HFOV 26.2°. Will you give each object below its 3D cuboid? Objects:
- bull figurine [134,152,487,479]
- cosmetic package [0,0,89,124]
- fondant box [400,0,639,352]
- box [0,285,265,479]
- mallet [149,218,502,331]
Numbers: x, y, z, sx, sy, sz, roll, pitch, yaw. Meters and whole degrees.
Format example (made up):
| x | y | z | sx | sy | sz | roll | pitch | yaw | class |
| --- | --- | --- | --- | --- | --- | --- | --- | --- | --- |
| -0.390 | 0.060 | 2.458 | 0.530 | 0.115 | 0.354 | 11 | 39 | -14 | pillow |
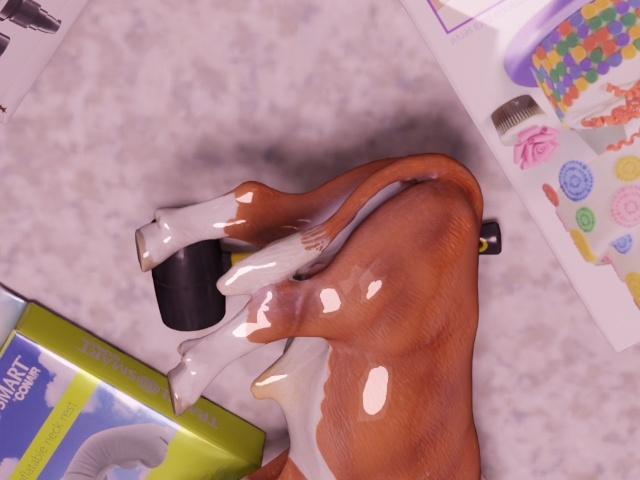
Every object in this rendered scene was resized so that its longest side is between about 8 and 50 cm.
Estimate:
| x | y | z | sx | sy | sz | roll | pitch | yaw | class |
| --- | --- | --- | --- | --- | --- | --- | --- | --- | --- |
| 0.013 | 0.101 | 0.710 | 0.188 | 0.101 | 0.310 | -9 | 115 | -15 | bull figurine |
| -0.125 | -0.177 | 0.625 | 0.099 | 0.060 | 0.239 | 25 | 108 | -39 | cosmetic package |
| 0.160 | -0.145 | 0.632 | 0.238 | 0.096 | 0.330 | -29 | 106 | 14 | fondant box |
| -0.134 | 0.115 | 0.782 | 0.178 | 0.042 | 0.109 | 31 | 110 | -9 | box |
| 0.000 | 0.000 | 0.734 | 0.190 | 0.039 | 0.062 | -13 | 114 | 4 | mallet |
